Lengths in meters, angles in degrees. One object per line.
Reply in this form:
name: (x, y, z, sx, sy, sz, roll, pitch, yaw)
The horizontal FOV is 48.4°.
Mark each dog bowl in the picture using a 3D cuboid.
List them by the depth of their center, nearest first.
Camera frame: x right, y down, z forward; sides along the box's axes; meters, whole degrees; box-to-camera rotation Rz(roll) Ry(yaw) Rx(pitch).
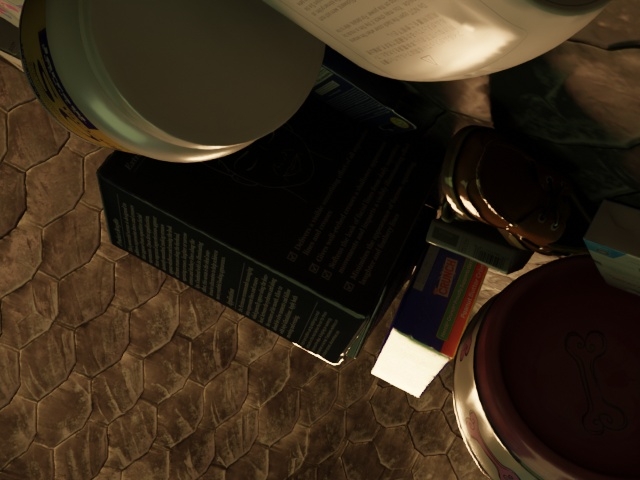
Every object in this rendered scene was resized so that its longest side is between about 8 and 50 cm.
dog bowl: (0.399, 0.199, 1.019, 0.407, 0.408, 0.150, 26, 156, 18)

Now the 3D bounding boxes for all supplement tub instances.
supplement tub: (-0.160, -0.202, 0.715, 0.241, 0.241, 0.331, 31, 174, -29)

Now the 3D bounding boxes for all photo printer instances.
photo printer: (0.019, -0.212, 0.448, 0.307, 0.107, 0.256, 29, 175, -19)

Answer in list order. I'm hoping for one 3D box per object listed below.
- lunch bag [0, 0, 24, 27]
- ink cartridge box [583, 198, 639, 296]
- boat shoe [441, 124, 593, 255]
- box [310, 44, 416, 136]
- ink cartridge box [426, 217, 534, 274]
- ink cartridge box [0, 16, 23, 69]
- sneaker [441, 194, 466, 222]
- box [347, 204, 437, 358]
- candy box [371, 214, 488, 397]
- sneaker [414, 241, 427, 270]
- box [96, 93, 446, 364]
lunch bag: (-0.417, -0.378, 1.059, 0.279, 0.108, 0.224, 30, 171, -29)
ink cartridge box: (0.409, 0.021, 0.904, 0.104, 0.060, 0.180, 23, 173, 35)
boat shoe: (0.250, -0.054, 0.846, 0.104, 0.111, 0.307, 19, 180, 38)
box: (0.014, -0.205, 0.895, 0.225, 0.037, 0.136, 31, 174, -15)
ink cartridge box: (0.272, 0.001, 1.150, 0.145, 0.045, 0.179, 24, -164, 31)
ink cartridge box: (-0.568, -0.401, 1.468, 0.127, 0.128, 0.176, 27, 173, 17)
sneaker: (0.227, -0.057, 1.023, 0.066, 0.071, 0.188, 29, 175, -6)
box: (0.000, 0.000, 1.337, 0.343, 0.179, 0.312, 26, -146, 12)
candy box: (0.214, 0.123, 1.346, 0.122, 0.268, 0.317, 24, 157, 9)
sneaker: (0.143, -0.024, 1.569, 0.315, 0.128, 0.182, 23, 172, -16)
box: (-0.067, -0.059, 1.033, 0.395, 0.294, 0.212, 29, 152, 3)
